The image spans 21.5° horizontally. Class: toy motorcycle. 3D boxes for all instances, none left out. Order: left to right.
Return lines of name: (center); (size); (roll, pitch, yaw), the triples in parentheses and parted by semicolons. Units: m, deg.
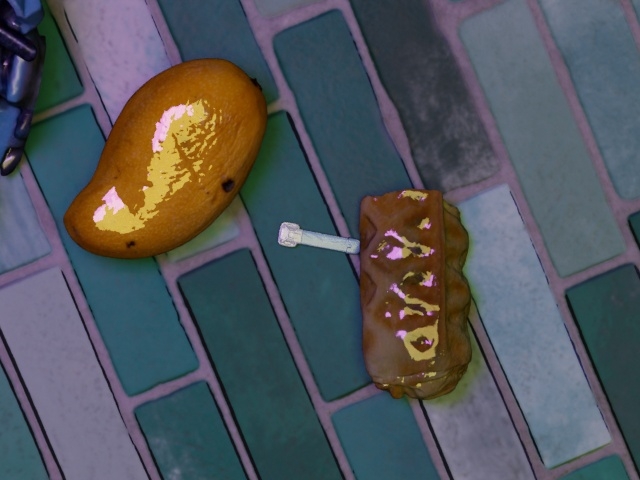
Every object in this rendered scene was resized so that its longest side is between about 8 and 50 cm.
toy motorcycle: (-0.381, -0.154, 1.743); (0.172, 0.232, 0.416); (19, 88, -7)

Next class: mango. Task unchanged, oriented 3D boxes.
mango: (-0.164, -0.085, 1.826); (0.157, 0.109, 0.262); (44, 91, -12)

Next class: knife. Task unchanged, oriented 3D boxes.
knife: (0.000, 0.000, 1.885); (0.096, 0.010, 0.027); (11, 87, -7)

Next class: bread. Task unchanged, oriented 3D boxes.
bread: (0.109, 0.060, 1.859); (0.128, 0.088, 0.232); (1, 84, -13)
